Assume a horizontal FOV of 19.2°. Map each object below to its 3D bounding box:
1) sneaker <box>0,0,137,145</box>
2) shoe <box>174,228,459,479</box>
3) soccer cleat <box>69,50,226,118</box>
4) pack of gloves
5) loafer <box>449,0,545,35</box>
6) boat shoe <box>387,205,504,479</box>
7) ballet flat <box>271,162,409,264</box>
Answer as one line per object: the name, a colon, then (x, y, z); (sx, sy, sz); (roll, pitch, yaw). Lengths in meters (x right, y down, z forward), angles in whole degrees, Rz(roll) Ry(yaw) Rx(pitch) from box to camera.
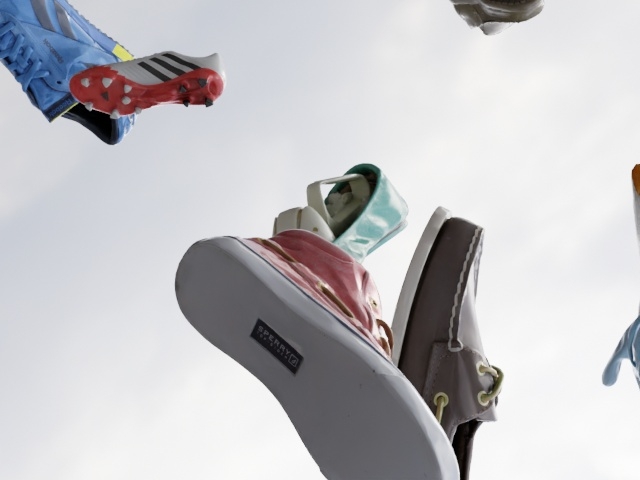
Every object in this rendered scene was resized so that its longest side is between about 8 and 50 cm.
sneaker: (-0.234, -0.156, 1.581); (0.069, 0.209, 0.082); (-25, -140, 39)
shoe: (0.015, 0.057, 0.896); (0.081, 0.178, 0.063); (-12, 139, -52)
soccer cleat: (-0.090, -0.085, 0.994); (0.083, 0.029, 0.035); (-3, -142, 8)
pack of gloves: (0.222, 0.095, 1.360); (0.046, 0.232, 0.195); (-3, -134, 10)
loafer: (0.176, -0.227, 1.824); (0.056, 0.050, 0.148); (-36, -158, -11)
boat shoe: (0.094, 0.138, 1.507); (0.096, 0.324, 0.116); (12, 176, 15)
ballet flat: (0.000, 0.000, 1.601); (0.083, 0.087, 0.247); (-25, -168, 31)
